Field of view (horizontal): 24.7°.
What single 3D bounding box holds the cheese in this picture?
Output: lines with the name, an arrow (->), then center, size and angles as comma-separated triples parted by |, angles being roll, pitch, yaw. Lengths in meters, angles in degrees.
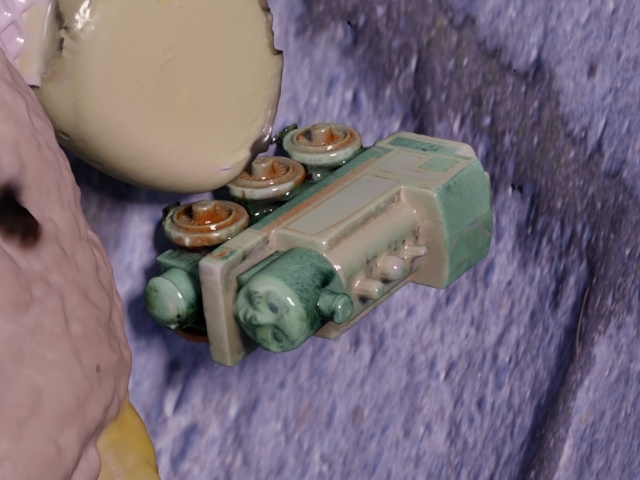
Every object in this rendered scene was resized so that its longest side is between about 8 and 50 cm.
cheese -> -0.104, -0.087, 0.627 | 0.255, 0.050, 0.127 | 3, 103, -57

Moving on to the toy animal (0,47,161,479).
toy animal -> -0.172, 0.091, 0.480 | 0.226, 0.188, 0.358 | 44, 68, -50

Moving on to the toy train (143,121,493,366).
toy train -> 0.000, 0.000, 0.760 | 0.194, 0.125, 0.080 | -36, 129, -45
